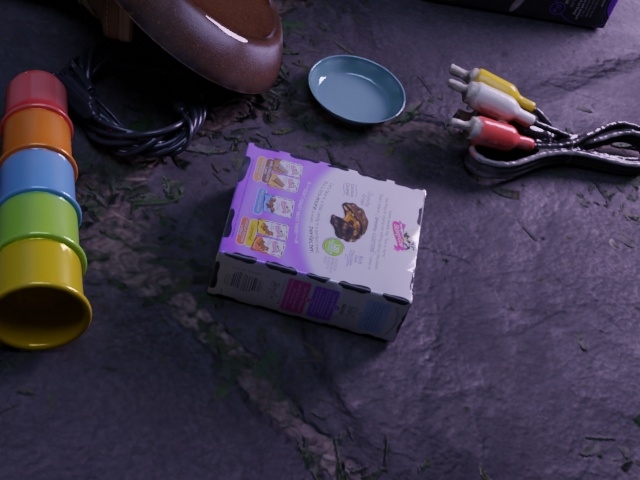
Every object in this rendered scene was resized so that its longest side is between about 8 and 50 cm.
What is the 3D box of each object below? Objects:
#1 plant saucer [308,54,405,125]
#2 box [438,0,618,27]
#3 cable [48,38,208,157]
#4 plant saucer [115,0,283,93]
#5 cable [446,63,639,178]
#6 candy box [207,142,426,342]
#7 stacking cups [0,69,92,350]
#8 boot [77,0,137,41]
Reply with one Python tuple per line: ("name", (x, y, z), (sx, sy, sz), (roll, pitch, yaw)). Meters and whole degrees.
("plant saucer", (0.041, -0.174, 1.437), (0.119, 0.021, 0.119), (9, 46, -10))
("box", (0.278, -0.410, 1.628), (0.271, 0.165, 0.143), (7, 48, -13))
("cable", (-0.200, -0.154, 1.330), (0.184, 0.047, 0.151), (41, 45, 25))
("plant saucer", (-0.147, -0.301, 1.365), (0.311, 0.050, 0.310), (39, 27, -25))
("cable", (0.279, -0.123, 1.433), (0.287, 0.072, 0.139), (12, 52, -8))
("candy box", (0.000, 0.000, 1.232), (0.196, 0.070, 0.164), (15, 46, -3))
("stacking cups", (-0.282, -0.045, 1.170), (0.096, 0.096, 0.316), (0, 47, -18))
("boot", (-0.314, -0.312, 1.384), (0.204, 0.095, 0.262), (1, 39, -18))
